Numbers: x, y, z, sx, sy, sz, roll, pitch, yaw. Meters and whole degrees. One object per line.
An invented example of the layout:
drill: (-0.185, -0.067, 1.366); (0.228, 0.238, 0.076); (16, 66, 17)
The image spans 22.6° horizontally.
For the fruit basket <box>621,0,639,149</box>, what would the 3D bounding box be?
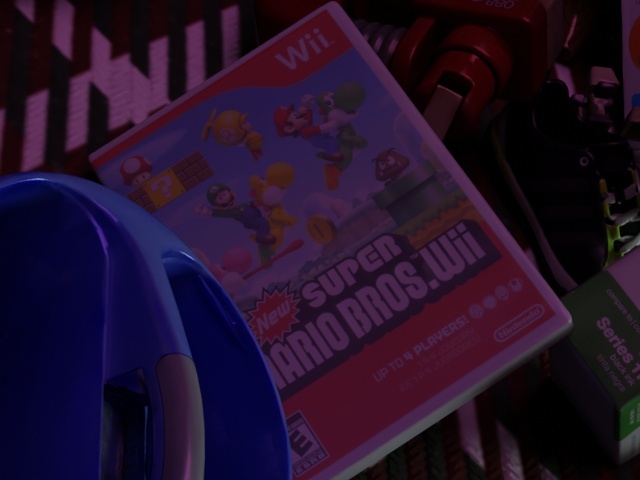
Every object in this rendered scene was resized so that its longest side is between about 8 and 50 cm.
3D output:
fruit basket: (0.386, -0.271, 1.413); (0.327, 0.165, 0.353); (-9, 94, -35)

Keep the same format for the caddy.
caddy: (-0.121, 0.128, 0.775); (0.241, 0.179, 0.341); (31, 40, -37)

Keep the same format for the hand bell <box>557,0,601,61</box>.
hand bell: (0.250, -0.254, 1.458); (0.126, 0.126, 0.242); (27, 55, -4)

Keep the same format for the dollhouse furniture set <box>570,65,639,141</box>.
dollhouse furniture set: (0.260, -0.080, 1.298); (0.114, 0.091, 0.081); (6, 65, -7)

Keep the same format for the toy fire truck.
toy fire truck: (0.042, -0.110, 1.171); (0.217, 0.158, 0.246); (14, 46, 22)

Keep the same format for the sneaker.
sneaker: (0.204, -0.031, 1.215); (0.084, 0.097, 0.235); (-16, 60, -38)

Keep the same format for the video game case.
video game case: (0.000, 0.000, 1.042); (0.204, 0.025, 0.285); (-33, 66, -3)

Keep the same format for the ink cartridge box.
ink cartridge box: (0.260, 0.045, 1.071); (0.208, 0.153, 0.087); (-33, 66, -3)
